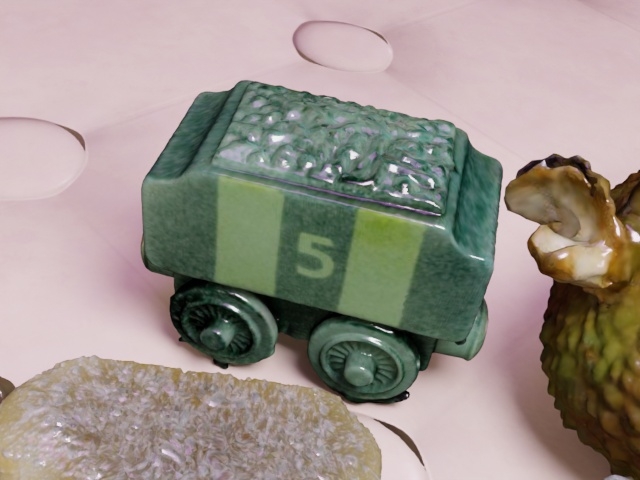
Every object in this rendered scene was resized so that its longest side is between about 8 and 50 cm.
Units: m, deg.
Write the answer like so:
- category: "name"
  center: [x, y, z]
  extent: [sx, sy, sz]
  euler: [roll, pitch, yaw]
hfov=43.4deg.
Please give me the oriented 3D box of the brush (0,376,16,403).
- category: "brush"
  center: [-0.218, 0.151, 0.576]
  extent: [0.301, 0.071, 0.084]
  euler: [29, 59, 6]

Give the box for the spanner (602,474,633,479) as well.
- category: "spanner"
  center: [0.307, 0.239, 0.500]
  extent: [0.302, 0.017, 0.071]
  euler: [29, 41, 19]

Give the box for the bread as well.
- category: "bread"
  center: [-0.078, 0.179, 0.539]
  extent: [0.287, 0.056, 0.207]
  euler: [8, 45, -21]

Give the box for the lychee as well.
- category: "lychee"
  center: [0.298, 0.061, 0.615]
  extent: [0.270, 0.320, 0.269]
  euler: [-16, 49, 19]

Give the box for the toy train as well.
- category: "toy train"
  center: [0.000, 0.000, 0.654]
  extent: [0.299, 0.238, 0.166]
  euler: [14, 44, 3]
